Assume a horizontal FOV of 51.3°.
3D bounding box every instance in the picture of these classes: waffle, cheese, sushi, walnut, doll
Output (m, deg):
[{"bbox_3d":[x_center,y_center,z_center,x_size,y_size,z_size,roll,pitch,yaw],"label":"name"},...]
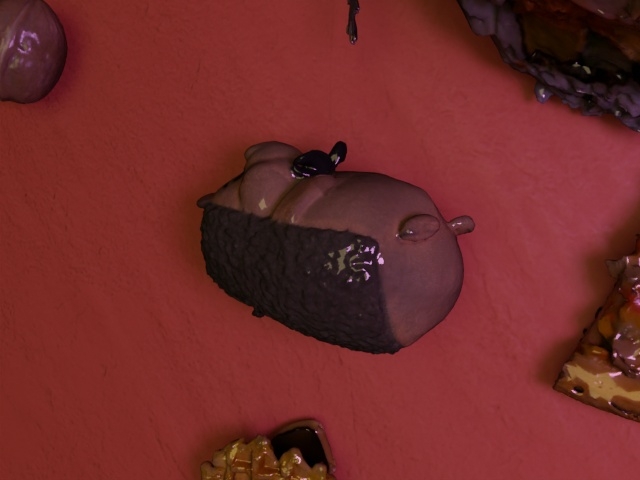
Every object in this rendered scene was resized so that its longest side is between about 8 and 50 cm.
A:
[{"bbox_3d":[-0.076,0.399,0.926,0.280,0.060,0.262,-33,91,22],"label":"waffle"},{"bbox_3d":[-0.062,0.311,0.946,0.162,0.036,0.086,-21,91,19],"label":"cheese"},{"bbox_3d":[0.283,-0.257,0.633,0.417,0.417,0.176,35,91,14],"label":"sushi"},{"bbox_3d":[-0.459,-0.289,1.008,0.140,0.140,0.162,20,88,17],"label":"walnut"},{"bbox_3d":[0.000,0.000,0.822,0.349,0.247,0.248,8,95,35],"label":"doll"}]

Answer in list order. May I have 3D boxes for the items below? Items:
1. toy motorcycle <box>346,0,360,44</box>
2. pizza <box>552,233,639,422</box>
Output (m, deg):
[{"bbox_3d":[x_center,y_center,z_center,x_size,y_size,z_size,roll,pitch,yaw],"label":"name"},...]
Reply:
[{"bbox_3d":[0.083,-0.440,0.813,0.207,0.134,0.401,3,96,48],"label":"toy motorcycle"},{"bbox_3d":[0.462,0.012,0.714,0.439,0.130,0.406,-7,92,19],"label":"pizza"}]
